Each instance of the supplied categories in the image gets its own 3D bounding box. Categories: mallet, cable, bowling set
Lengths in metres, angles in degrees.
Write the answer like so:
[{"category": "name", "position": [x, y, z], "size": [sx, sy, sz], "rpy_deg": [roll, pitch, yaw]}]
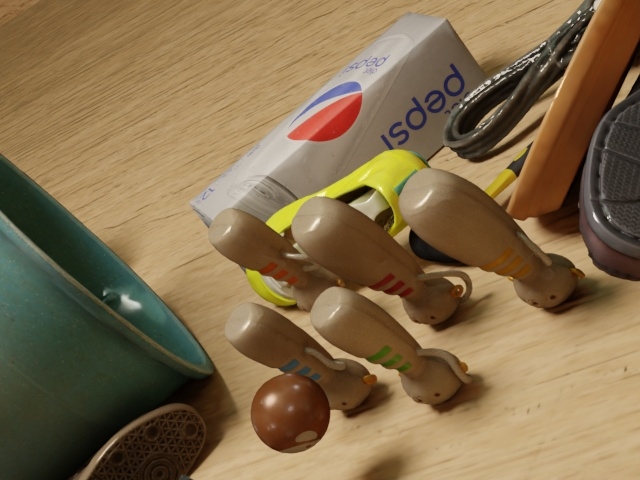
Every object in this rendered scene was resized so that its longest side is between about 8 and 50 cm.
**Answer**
[{"category": "mallet", "position": [0.153, -0.048, 1.196], "size": [0.190, 0.039, 0.062], "rpy_deg": [-41, 19, -15]}, {"category": "cable", "position": [0.211, -0.179, 1.251], "size": [0.287, 0.072, 0.139], "rpy_deg": [-26, 45, 30]}, {"category": "bowling set", "position": [0.024, 0.076, 1.062], "size": [0.287, 0.154, 0.199], "rpy_deg": [-5, 58, 51]}]

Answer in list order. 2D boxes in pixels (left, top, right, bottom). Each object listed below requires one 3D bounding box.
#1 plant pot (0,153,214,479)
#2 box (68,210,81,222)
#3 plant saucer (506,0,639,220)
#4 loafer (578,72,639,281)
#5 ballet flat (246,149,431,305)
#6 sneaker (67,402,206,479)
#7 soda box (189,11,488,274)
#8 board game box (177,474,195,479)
[{"category": "plant pot", "position": [-0.328, 0.118, 1.267], "size": [0.334, 0.341, 0.341], "rpy_deg": [-47, 23, -1]}, {"category": "box", "position": [-0.367, 0.037, 1.629], "size": [0.182, 0.119, 0.181], "rpy_deg": [-50, -1, -25]}, {"category": "plant saucer", "position": [0.196, -0.101, 1.105], "size": [0.200, 0.037, 0.200], "rpy_deg": [-62, -10, -19]}, {"category": "loafer", "position": [0.247, -0.066, 1.036], "size": [0.095, 0.109, 0.302], "rpy_deg": [104, -168, -47]}, {"category": "ballet flat", "position": [0.000, 0.000, 1.230], "size": [0.231, 0.077, 0.077], "rpy_deg": [-36, 8, 39]}, {"category": "sneaker", "position": [-0.176, 0.194, 1.190], "size": [0.188, 0.066, 0.071], "rpy_deg": [-43, 22, -11]}, {"category": "soda box", "position": [0.022, -0.085, 1.381], "size": [0.286, 0.098, 0.091], "rpy_deg": [-41, 23, -7]}, {"category": "board game box", "position": [-0.094, 0.236, 1.039], "size": [0.126, 0.026, 0.186], "rpy_deg": [-47, 24, -18]}]
